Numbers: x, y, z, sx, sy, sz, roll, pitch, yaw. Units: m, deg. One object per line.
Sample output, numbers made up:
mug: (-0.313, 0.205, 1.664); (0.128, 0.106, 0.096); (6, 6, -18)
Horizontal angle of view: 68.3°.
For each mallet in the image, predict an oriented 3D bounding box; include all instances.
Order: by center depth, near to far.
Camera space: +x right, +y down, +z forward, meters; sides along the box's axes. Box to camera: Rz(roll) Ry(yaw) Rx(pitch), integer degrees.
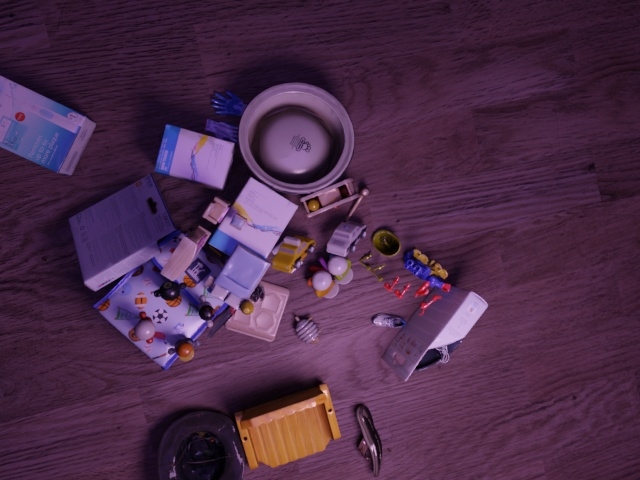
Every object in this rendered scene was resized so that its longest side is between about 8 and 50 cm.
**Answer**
mallet: (-0.400, 0.026, 1.728); (0.190, 0.062, 0.039); (41, 84, -7)

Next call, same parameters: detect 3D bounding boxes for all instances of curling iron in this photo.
curling iron: (-0.309, 0.260, 1.724); (0.274, 0.035, 0.068); (-41, 94, -10)

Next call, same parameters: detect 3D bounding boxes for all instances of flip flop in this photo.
flip flop: (0.177, 0.775, 1.826); (0.080, 0.112, 0.276); (-17, 97, 18)

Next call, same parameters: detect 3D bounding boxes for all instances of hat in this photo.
hat: (-0.430, 0.788, 1.707); (0.332, 0.134, 0.331); (4, 72, -12)

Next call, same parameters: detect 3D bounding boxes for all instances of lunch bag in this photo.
lunch bag: (-0.515, 0.195, 1.636); (0.328, 0.239, 0.385); (46, 69, -7)

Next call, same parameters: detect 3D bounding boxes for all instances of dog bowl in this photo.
dog bowl: (-0.090, -0.347, 1.698); (0.408, 0.150, 0.407); (1, 80, -8)

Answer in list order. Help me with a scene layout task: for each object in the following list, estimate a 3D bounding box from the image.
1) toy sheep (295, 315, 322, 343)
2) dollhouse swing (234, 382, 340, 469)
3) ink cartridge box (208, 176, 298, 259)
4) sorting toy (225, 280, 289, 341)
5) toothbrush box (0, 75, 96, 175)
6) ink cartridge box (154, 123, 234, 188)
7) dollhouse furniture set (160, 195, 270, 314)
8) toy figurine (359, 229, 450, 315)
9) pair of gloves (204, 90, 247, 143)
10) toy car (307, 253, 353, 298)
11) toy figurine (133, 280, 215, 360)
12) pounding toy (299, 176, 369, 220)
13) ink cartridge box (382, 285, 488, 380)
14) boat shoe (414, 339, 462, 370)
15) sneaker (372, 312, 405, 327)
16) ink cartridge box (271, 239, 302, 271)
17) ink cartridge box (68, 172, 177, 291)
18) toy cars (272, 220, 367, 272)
toy sheep: (-0.050, 0.338, 1.783); (0.091, 0.091, 0.132); (-41, 83, -6)
dollhouse swing: (-0.103, 0.687, 1.671); (0.347, 0.305, 0.314); (-15, 94, -9)
ink cartridge box: (-0.238, -0.058, 1.684); (0.197, 0.198, 0.270); (32, 87, -8)
sorting toy: (-0.237, 0.255, 1.777); (0.193, 0.038, 0.208); (19, 84, -9)
toothbrush box: (-0.961, -0.381, 1.598); (0.296, 0.126, 0.216); (26, 87, -7)
ink cartridge box: (-0.432, -0.282, 1.661); (0.233, 0.171, 0.168); (14, 89, -9)
dollhouse furniture set: (-0.283, 0.066, 1.480); (0.303, 0.198, 0.286); (34, 99, -8)
toy figurine: (0.358, 0.125, 1.823); (0.363, 0.217, 0.191); (38, 103, 35)
pair of gloves: (-0.339, -0.447, 1.747); (0.159, 0.023, 0.198); (18, 88, -9)
toy car: (0.028, 0.120, 1.773); (0.182, 0.159, 0.136); (-44, 61, -5)
toy figurine: (-0.443, 0.243, 1.457); (0.210, 0.148, 0.213); (35, 78, -12)
pounding toy: (0.072, -0.137, 1.754); (0.270, 0.154, 0.154); (-23, 95, -7)
ink cartridge box: (0.409, 0.341, 1.741); (0.091, 0.308, 0.385); (38, 86, -7)
boat shoe: (0.459, 0.438, 1.867); (0.255, 0.079, 0.095); (-22, 94, -8)
sneaker: (0.270, 0.315, 1.845); (0.135, 0.058, 0.052); (3, 91, -8)
ink cartridge box: (-0.127, 0.062, 1.790); (0.063, 0.029, 0.115); (-43, 98, -7)
ink cartridge box: (-0.659, -0.038, 1.587); (0.330, 0.071, 0.324); (-30, 53, -7)
toy cars: (0.000, 0.000, 1.719); (0.394, 0.176, 0.087); (-16, 127, -13)
